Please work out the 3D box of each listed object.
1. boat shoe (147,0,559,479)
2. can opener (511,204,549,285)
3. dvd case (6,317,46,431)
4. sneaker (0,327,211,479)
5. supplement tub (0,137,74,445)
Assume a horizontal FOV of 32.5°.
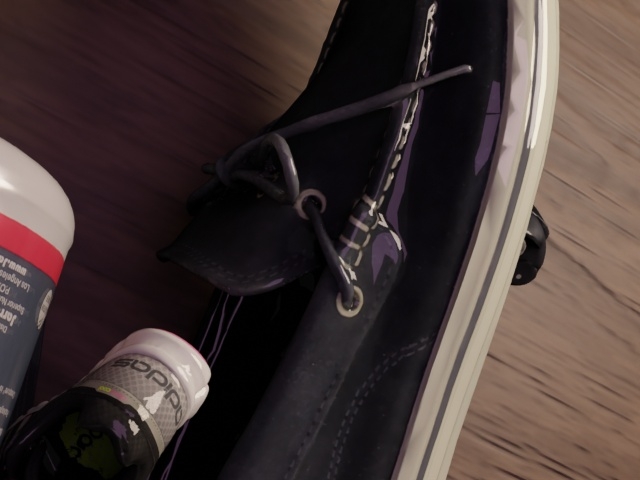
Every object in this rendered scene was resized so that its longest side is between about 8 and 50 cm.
[{"bbox_3d":[0.000,0.000,0.585,0.156,0.187,0.500,15,91,-18],"label":"boat shoe"},{"bbox_3d":[0.072,-0.023,0.725,0.186,0.073,0.059,22,111,-20],"label":"can opener"},{"bbox_3d":[-0.260,0.042,0.552,0.238,0.029,0.179,11,78,-25],"label":"dvd case"},{"bbox_3d":[-0.123,0.108,0.509,0.063,0.170,0.075,47,28,-3],"label":"sneaker"},{"bbox_3d":[-0.228,0.075,0.440,0.191,0.191,0.272,23,75,-23],"label":"supplement tub"}]
